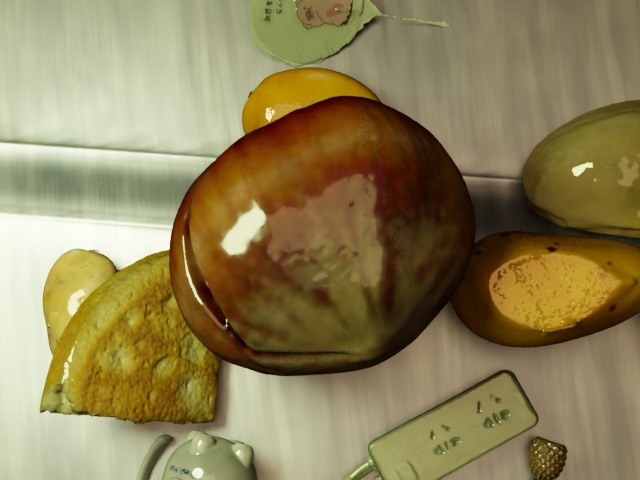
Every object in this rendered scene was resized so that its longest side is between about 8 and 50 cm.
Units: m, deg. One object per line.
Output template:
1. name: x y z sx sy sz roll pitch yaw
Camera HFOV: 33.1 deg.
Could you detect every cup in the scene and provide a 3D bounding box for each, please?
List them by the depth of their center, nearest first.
1. cup: -0.165 0.342 1.506 0.134 0.173 0.142 19 80 -28

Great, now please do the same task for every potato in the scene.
1. potato: -0.341 0.099 1.536 0.118 0.109 0.178 0 83 27

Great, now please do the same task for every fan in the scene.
1. fan: 0.047 -0.342 1.614 0.310 0.010 0.182 4 111 -9

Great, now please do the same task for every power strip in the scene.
1. power strip: 0.164 0.287 1.529 0.288 0.053 0.093 -29 82 -4

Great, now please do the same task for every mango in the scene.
1. mango: 0.323 0.062 1.488 0.290 0.191 0.160 -5 89 5
2. mango: -0.005 -0.181 1.577 0.219 0.112 0.145 -1 81 -11

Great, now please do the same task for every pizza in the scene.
1. pizza: -0.251 0.118 1.491 0.087 0.258 0.268 -4 76 46

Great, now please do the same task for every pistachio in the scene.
1. pistachio: 0.423 -0.106 1.534 0.260 0.163 0.212 6 61 15

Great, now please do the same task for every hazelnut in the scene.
1. hazelnut: 0.000 0.000 1.407 0.409 0.359 0.359 -33 82 -5

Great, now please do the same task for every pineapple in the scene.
1. pineapple: 0.309 0.342 1.519 0.058 0.058 0.124 16 87 4
